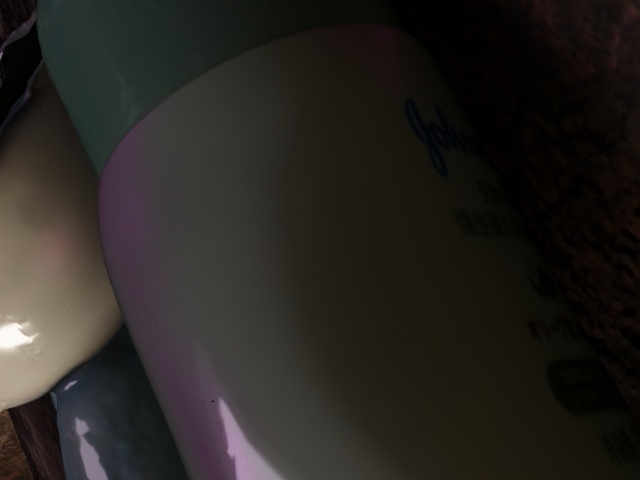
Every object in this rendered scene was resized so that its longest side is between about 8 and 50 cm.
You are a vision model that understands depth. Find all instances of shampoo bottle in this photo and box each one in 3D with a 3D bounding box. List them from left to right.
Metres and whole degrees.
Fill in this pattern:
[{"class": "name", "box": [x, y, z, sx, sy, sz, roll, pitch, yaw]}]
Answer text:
[{"class": "shampoo bottle", "box": [0.000, 0.000, 0.486, 0.222, 0.151, 0.350, 10, -131, -61]}]

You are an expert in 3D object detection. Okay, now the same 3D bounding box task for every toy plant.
[{"class": "toy plant", "box": [-0.090, 0.060, 0.670, 0.332, 0.247, 0.247, 39, 167, -19]}]

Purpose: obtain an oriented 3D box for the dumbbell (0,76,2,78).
[{"class": "dumbbell", "box": [-0.241, -0.078, 1.089, 0.100, 0.100, 0.191, 58, 157, 20]}]
